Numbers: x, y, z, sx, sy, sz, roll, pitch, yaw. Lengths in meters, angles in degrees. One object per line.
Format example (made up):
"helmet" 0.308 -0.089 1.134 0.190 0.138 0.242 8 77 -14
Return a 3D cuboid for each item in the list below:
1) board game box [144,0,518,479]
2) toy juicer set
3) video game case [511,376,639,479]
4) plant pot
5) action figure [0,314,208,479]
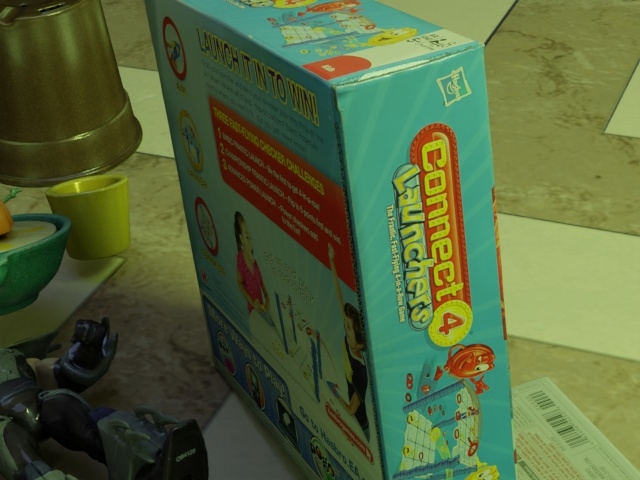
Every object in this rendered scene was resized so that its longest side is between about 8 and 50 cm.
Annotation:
"board game box" 0.000 0.000 0.812 0.086 0.301 0.308 -17 27 -19
"toy juicer set" -0.288 0.011 0.986 0.209 0.089 0.329 -5 16 14
"video game case" 0.119 0.175 0.825 0.184 0.023 0.201 -16 36 -18
"plant pot" -0.263 -0.164 1.256 0.167 0.165 0.167 -2 33 1
"action figure" -0.195 0.121 0.878 0.185 0.099 0.285 -34 40 -30
